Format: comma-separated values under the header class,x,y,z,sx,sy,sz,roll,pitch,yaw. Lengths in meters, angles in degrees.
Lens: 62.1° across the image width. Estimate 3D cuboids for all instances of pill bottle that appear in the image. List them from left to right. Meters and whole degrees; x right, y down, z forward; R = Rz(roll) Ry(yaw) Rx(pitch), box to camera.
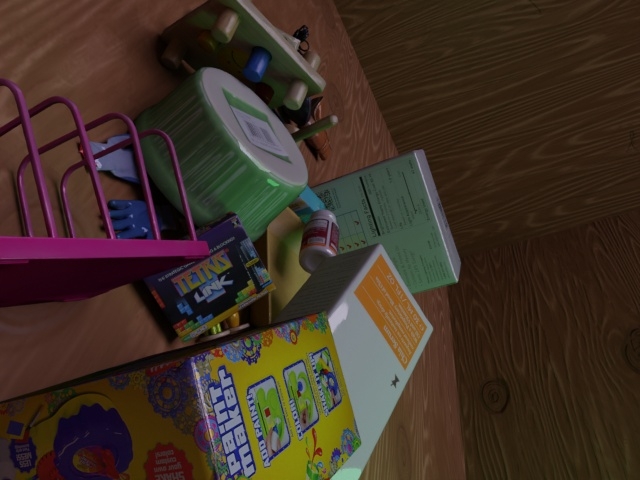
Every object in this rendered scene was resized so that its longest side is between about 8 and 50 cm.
class,x,y,z,sx,sy,sz,roll,pitch,yaw
pill bottle,0.000,0.000,1.211,0.086,0.086,0.152,58,25,-34

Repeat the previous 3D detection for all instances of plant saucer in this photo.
class,x,y,z,sx,sy,sz,roll,pitch,yaw
plant saucer,-0.065,0.104,1.197,0.333,0.081,0.333,45,34,-52

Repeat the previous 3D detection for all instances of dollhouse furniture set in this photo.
class,x,y,z,sx,sy,sz,roll,pitch,yaw
dollhouse furniture set,-0.158,-0.498,1.500,0.101,0.161,0.182,21,2,-24

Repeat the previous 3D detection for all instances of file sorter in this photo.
class,x,y,z,sx,sy,sz,roll,pitch,yaw
file sorter,-0.297,-0.039,0.546,0.290,0.202,0.182,2,71,-68

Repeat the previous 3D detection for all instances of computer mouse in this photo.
class,x,y,z,sx,sy,sz,roll,pitch,yaw
computer mouse,-0.085,-0.471,1.561,0.188,0.072,0.272,167,-81,-67

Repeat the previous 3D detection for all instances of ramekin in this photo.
class,x,y,z,sx,sy,sz,roll,pitch,yaw
ramekin,-0.160,-0.157,0.943,0.303,0.148,0.303,44,22,-23

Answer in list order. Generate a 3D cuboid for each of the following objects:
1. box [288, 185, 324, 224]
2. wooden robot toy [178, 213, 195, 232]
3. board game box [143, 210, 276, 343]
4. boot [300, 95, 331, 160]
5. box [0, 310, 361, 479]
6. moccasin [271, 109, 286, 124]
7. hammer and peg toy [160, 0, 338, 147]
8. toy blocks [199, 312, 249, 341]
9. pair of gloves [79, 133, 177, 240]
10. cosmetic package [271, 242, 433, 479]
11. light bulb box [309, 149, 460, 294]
class,x,y,z,sx,sy,sz,roll,pitch,yaw
box,-0.083,-0.107,1.288,0.244,0.100,0.060,43,36,-52
wooden robot toy,-0.213,-0.021,0.976,0.173,0.076,0.079,-34,141,-69
board game box,-0.176,0.057,0.832,0.141,0.170,0.048,64,-15,-22
boot,-0.005,-0.369,1.747,0.152,0.073,0.197,56,38,-36
box,-0.149,0.211,0.585,0.279,0.290,0.177,-3,76,-67
moccasin,-0.176,-0.391,1.252,0.342,0.116,0.138,64,22,-23
hammer and peg toy,-0.115,-0.329,1.070,0.361,0.266,0.127,37,64,-36
toy blocks,-0.185,0.093,0.935,0.123,0.054,0.148,-2,76,-69
pair of gloves,-0.295,-0.075,0.834,0.159,0.023,0.198,-13,85,-68
cosmetic package,0.014,0.231,0.949,0.230,0.161,0.453,56,45,-17
light bulb box,0.158,-0.026,1.470,0.225,0.361,0.358,-30,102,-71
